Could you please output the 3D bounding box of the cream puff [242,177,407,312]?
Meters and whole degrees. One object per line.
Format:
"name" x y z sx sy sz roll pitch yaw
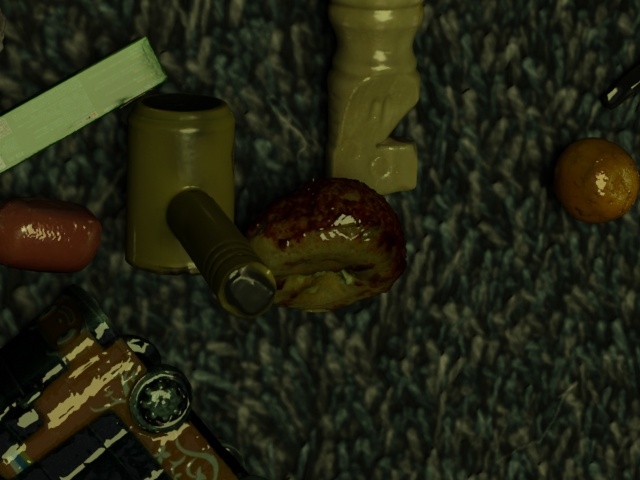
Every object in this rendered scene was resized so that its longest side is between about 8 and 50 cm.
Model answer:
"cream puff" 0.000 0.000 1.216 0.149 0.149 0.084 8 55 -22

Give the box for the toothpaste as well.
"toothpaste" -0.210 -0.105 1.164 0.178 0.037 0.043 -32 105 -14

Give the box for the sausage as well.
"sausage" -0.224 -0.007 1.159 0.094 0.059 0.054 7 117 -24

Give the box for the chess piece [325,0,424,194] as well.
"chess piece" 0.044 -0.130 1.243 0.090 0.090 0.200 -6 111 -20

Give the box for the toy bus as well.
"toy bus" -0.159 0.185 1.174 0.167 0.138 0.275 -39 112 -10

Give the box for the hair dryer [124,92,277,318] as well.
"hair dryer" -0.085 -0.019 1.083 0.090 0.279 0.135 -2 108 -17

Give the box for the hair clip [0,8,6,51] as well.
"hair clip" -0.315 -0.093 1.088 0.084 0.106 0.292 34 81 -35

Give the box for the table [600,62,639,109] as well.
"table" 0.338 -0.256 1.268 0.249 0.317 0.317 -30 108 -1

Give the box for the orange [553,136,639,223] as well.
"orange" 0.253 -0.055 1.332 0.083 0.070 0.083 -4 98 -33
